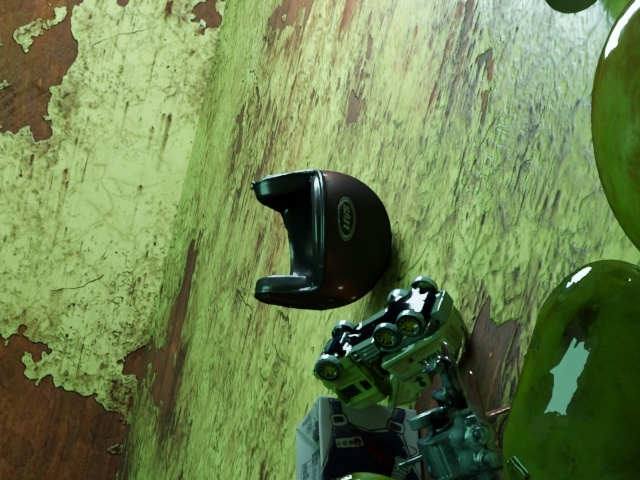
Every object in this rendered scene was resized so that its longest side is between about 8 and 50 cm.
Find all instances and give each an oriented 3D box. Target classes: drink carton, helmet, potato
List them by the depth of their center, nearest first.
[{"bbox_3d":[0.237,0.140,1.166,0.186,0.148,0.253,-55,-19,-61],"label":"potato"},{"bbox_3d":[0.046,0.309,1.663,0.102,0.134,0.222,119,156,-50],"label":"drink carton"},{"bbox_3d":[0.000,0.000,1.885,0.216,0.193,0.189,132,140,-66],"label":"helmet"}]

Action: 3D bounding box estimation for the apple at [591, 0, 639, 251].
[{"bbox_3d":[0.306,-0.075,0.929,0.246,0.246,0.226,-154,65,-72],"label":"apple"}]

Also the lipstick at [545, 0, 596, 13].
[{"bbox_3d":[0.248,-0.344,1.526,0.254,0.070,0.070,-101,28,-50],"label":"lipstick"}]

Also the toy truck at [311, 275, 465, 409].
[{"bbox_3d":[0.093,0.133,1.637,0.191,0.116,0.085,-32,16,31],"label":"toy truck"}]

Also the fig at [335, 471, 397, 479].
[{"bbox_3d":[0.030,0.391,1.472,0.275,0.206,0.206,-50,26,13],"label":"fig"}]

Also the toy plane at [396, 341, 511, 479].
[{"bbox_3d":[0.141,0.223,1.472,0.223,0.104,0.326,68,161,5],"label":"toy plane"}]
